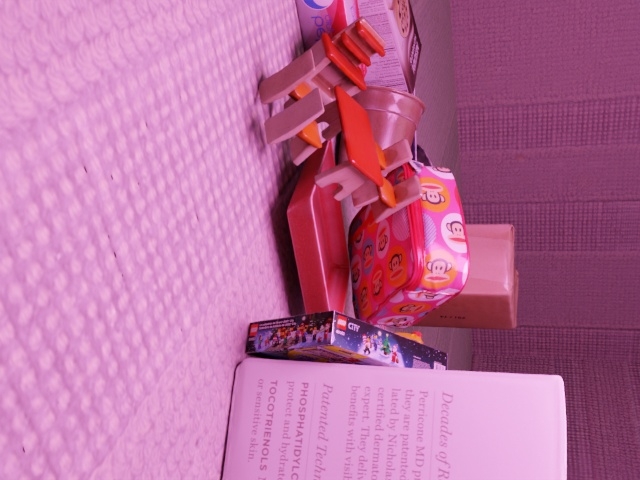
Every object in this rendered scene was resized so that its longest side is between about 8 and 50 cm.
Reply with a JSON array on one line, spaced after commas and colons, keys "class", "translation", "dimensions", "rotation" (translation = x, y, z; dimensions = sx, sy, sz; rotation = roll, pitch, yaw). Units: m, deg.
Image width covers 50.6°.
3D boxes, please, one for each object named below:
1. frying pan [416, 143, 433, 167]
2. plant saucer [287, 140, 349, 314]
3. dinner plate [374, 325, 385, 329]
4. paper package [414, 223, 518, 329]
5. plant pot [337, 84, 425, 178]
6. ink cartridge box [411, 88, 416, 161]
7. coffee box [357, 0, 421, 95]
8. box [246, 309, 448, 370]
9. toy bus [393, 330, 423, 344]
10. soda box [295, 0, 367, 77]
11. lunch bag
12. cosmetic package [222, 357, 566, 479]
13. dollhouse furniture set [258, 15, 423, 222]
[{"class": "frying pan", "translation": [0.275, -0.232, 1.907], "dimensions": [0.197, 0.053, 0.326], "rotation": [-122, -167, -62]}, {"class": "plant saucer", "translation": [0.000, 0.000, 1.076], "dimensions": [0.259, 0.047, 0.259], "rotation": [-78, 160, -62]}, {"class": "dinner plate", "translation": [0.133, 0.242, 1.588], "dimensions": [0.141, 0.017, 0.141], "rotation": [1, 90, -73]}, {"class": "paper package", "translation": [0.289, 0.088, 1.573], "dimensions": [0.309, 0.324, 0.168], "rotation": [54, 39, -62]}, {"class": "plant pot", "translation": [0.106, -0.187, 1.298], "dimensions": [0.167, 0.166, 0.165], "rotation": [29, 69, -70]}, {"class": "ink cartridge box", "translation": [0.193, -0.328, 1.631], "dimensions": [0.330, 0.071, 0.324], "rotation": [-55, 143, -76]}, {"class": "coffee box", "translation": [0.101, -0.436, 1.301], "dimensions": [0.297, 0.118, 0.168], "rotation": [62, 32, -47]}, {"class": "box", "translation": [0.039, 0.152, 0.914], "dimensions": [0.233, 0.159, 0.044], "rotation": [25, 63, -40]}, {"class": "toy bus", "translation": [0.180, 0.277, 1.495], "dimensions": [0.220, 0.149, 0.212], "rotation": [70, 31, -43]}, {"class": "soda box", "translation": [0.014, -0.381, 1.115], "dimensions": [0.092, 0.083, 0.263], "rotation": [-66, 150, -53]}, {"class": "lunch bag", "translation": [0.140, 0.000, 1.166], "dimensions": [0.293, 0.120, 0.258], "rotation": [126, -34, -60]}, {"class": "cosmetic package", "translation": [0.109, 0.351, 0.891], "dimensions": [0.329, 0.393, 0.328], "rotation": [51, 41, -64]}, {"class": "dollhouse furniture set", "translation": [0.046, -0.193, 0.995], "dimensions": [0.262, 0.135, 0.259], "rotation": [32, 38, -45]}]
